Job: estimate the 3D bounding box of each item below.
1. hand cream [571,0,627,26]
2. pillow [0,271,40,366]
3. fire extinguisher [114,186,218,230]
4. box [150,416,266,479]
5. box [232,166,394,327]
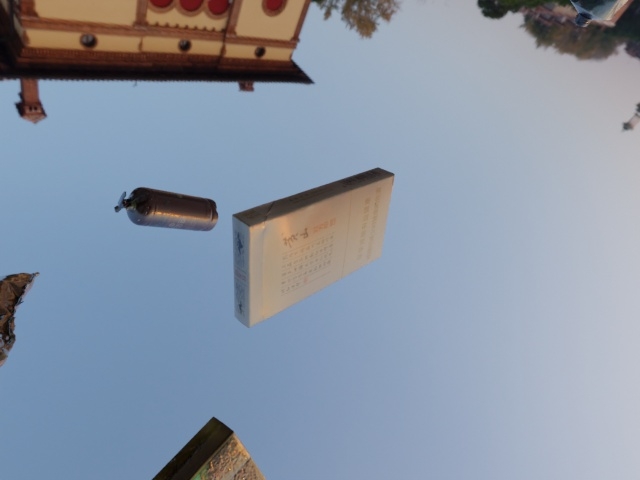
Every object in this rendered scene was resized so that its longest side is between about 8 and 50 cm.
[{"bbox_3d":[0.325,-0.322,0.408,0.052,0.248,0.075,-18,-118,-22],"label":"hand cream"},{"bbox_3d":[-0.286,0.072,0.318,0.135,0.034,0.211,-19,-160,-24],"label":"pillow"},{"bbox_3d":[-0.462,-0.097,1.309,0.337,0.135,0.114,4,-114,-55],"label":"fire extinguisher"},{"bbox_3d":[-0.173,0.443,0.740,0.071,0.240,0.159,12,-137,45],"label":"box"},{"bbox_3d":[-0.001,0.000,0.811,0.051,0.205,0.365,29,-142,35],"label":"box"}]
